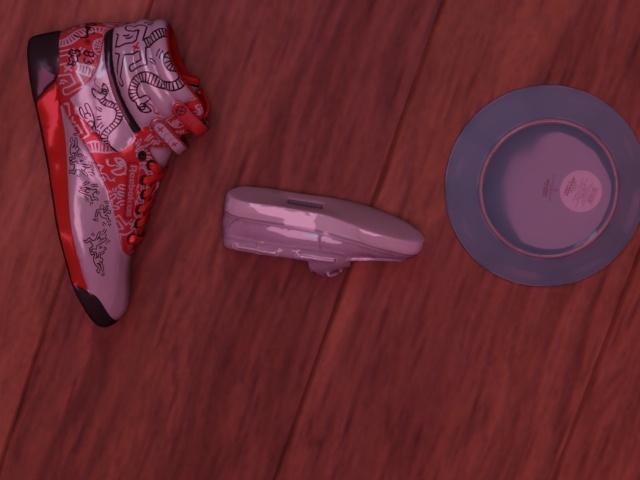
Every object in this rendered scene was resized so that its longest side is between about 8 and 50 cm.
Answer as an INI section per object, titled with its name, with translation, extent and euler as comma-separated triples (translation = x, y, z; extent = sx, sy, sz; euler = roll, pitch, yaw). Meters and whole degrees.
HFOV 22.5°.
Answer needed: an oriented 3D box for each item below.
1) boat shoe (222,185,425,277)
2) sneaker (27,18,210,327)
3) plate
[boat shoe]
translation = 0.000, 0.000, 1.458
extent = 0.184, 0.066, 0.063
euler = 9, 112, -4
[sneaker]
translation = -0.164, -0.063, 1.431
extent = 0.145, 0.090, 0.270
euler = -10, 96, 3
[plate]
translation = 0.207, -0.048, 1.470
extent = 0.188, 0.024, 0.188
euler = 0, 98, 0
